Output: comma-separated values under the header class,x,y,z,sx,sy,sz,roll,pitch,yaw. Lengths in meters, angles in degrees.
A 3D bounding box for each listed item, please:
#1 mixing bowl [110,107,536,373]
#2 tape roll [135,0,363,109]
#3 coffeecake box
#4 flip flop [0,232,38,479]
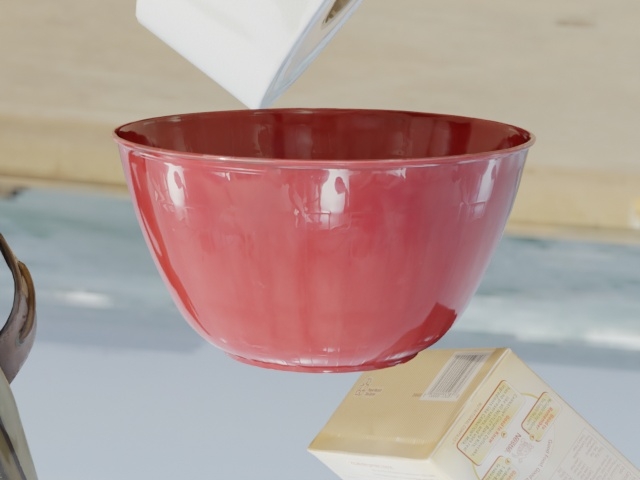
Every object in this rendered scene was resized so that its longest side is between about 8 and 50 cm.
class,x,y,z,sx,sy,sz,roll,pitch,yaw
mixing bowl,0.000,0.000,0.800,0.181,0.098,0.181,1,-170,0
tape roll,0.009,-0.219,1.147,0.100,0.286,0.286,38,177,1
coffeecake box,0.103,0.135,0.885,0.185,0.068,0.142,43,162,-14
flip flop,-0.181,0.043,0.915,0.112,0.277,0.080,12,-138,24
